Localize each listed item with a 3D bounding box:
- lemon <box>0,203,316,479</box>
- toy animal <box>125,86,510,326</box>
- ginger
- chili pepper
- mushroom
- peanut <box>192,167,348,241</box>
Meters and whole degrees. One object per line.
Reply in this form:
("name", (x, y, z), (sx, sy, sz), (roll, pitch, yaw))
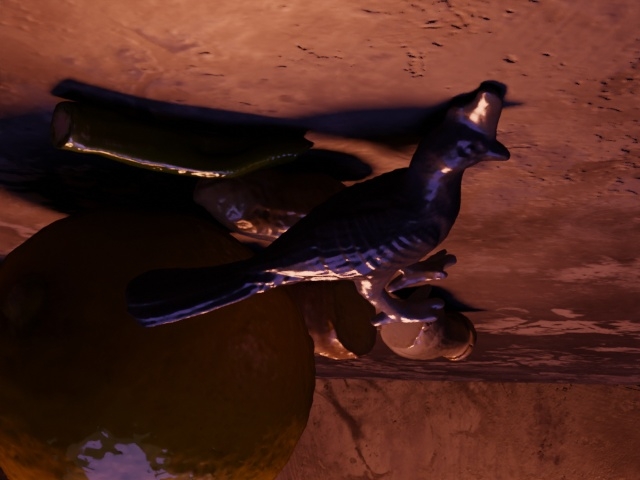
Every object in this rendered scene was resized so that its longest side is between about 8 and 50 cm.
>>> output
("lemon", (-0.197, 0.125, 1.016), (0.365, 0.364, 0.364), (3, 167, 1))
("toy animal", (0.035, 0.007, 0.829), (0.367, 0.081, 0.206), (-28, 140, 28))
("ginger", (-0.064, 0.096, 1.333), (0.354, 0.126, 0.190), (12, 159, -29))
("chili pepper", (-0.108, -0.075, 0.776), (0.202, 0.050, 0.052), (6, -156, -20))
("mushroom", (0.163, 0.139, 1.552), (0.096, 0.108, 0.247), (43, -174, 30))
("peanut", (-0.029, -0.032, 0.879), (0.175, 0.080, 0.080), (14, 163, -31))
